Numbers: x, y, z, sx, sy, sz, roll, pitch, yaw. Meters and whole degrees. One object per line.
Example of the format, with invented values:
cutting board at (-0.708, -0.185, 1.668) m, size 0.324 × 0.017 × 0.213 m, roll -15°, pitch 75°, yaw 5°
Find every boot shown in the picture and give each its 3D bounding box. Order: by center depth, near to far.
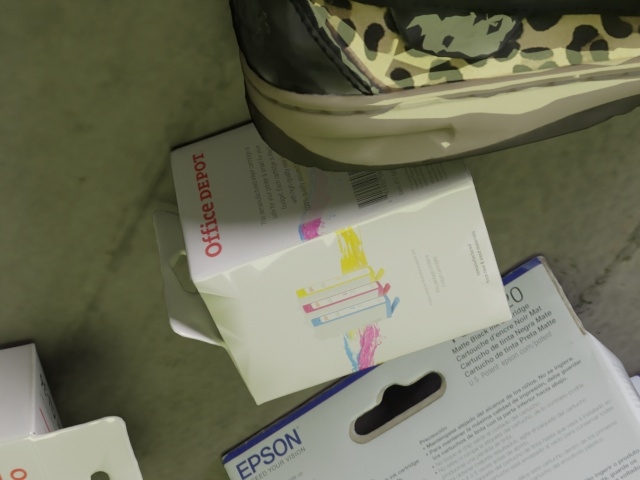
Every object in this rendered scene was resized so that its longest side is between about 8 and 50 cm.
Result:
boot at (0.121, -0.192, 0.474) m, size 0.377 × 0.138 × 0.284 m, roll -14°, pitch 132°, yaw 6°

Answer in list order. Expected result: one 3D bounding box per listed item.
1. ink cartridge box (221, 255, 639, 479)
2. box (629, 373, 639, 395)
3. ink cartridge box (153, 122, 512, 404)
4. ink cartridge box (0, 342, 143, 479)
ink cartridge box at (0.081, 0.158, 0.716) m, size 0.223 × 0.224 × 0.045 m, roll -34°, pitch 152°, yaw 16°
box at (0.164, 0.157, 0.779) m, size 0.137 × 0.126 × 0.072 m, roll -23°, pitch 133°, yaw 6°
ink cartridge box at (0.000, 0.000, 0.629) m, size 0.143 × 0.092 × 0.090 m, roll -19°, pitch 132°, yaw 4°
ink cartridge box at (-0.188, 0.123, 0.705) m, size 0.198 × 0.067 × 0.115 m, roll -11°, pitch 132°, yaw -3°
